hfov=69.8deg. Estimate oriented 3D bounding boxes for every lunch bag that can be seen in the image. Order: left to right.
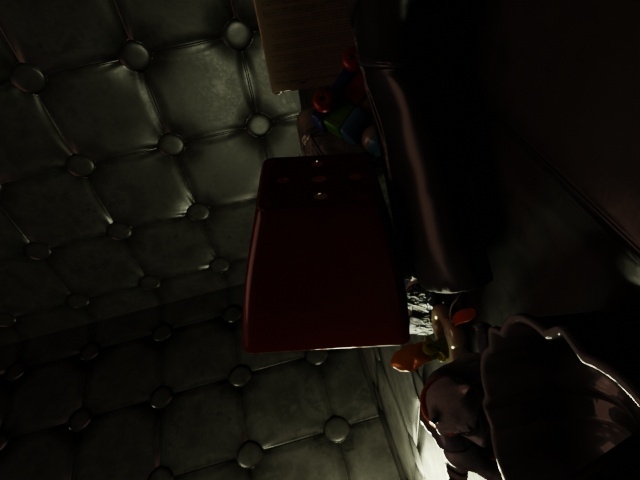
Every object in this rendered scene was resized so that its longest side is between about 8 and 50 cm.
[{"bbox_3d":[0.078,-0.117,0.996,0.305,0.212,0.256,82,177,-47],"label":"lunch bag"}]

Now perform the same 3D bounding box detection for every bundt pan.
[{"bbox_3d":[0.264,0.205,0.365,0.331,0.124,0.331,167,90,-85],"label":"bundt pan"}]

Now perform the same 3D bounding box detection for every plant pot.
[{"bbox_3d":[0.000,0.000,0.763,0.267,0.267,0.236,-94,1,-56],"label":"plant pot"}]

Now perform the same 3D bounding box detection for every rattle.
[{"bbox_3d":[0.208,0.177,0.877,0.200,0.143,0.130,72,-160,-67],"label":"rattle"}]

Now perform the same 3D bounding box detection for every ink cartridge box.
[{"bbox_3d":[0.003,-0.404,0.884,0.088,0.234,0.193,-97,-1,-46],"label":"ink cartridge box"}]

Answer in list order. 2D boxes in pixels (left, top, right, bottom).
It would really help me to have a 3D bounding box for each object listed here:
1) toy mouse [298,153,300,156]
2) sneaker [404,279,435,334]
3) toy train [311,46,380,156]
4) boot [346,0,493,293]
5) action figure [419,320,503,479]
[{"bbox_3d":[-0.049,-0.104,1.126,0.143,0.031,0.161,86,174,-56],"label":"toy mouse"},{"bbox_3d":[0.224,0.137,1.014,0.211,0.080,0.081,82,-166,-47],"label":"sneaker"},{"bbox_3d":[0.108,-0.277,0.809,0.143,0.248,0.105,36,180,14],"label":"toy train"},{"bbox_3d":[0.140,-0.140,0.599,0.367,0.146,0.445,-71,-28,-81],"label":"boot"},{"bbox_3d":[0.229,0.314,0.651,0.330,0.178,0.341,57,-158,-36],"label":"action figure"}]
